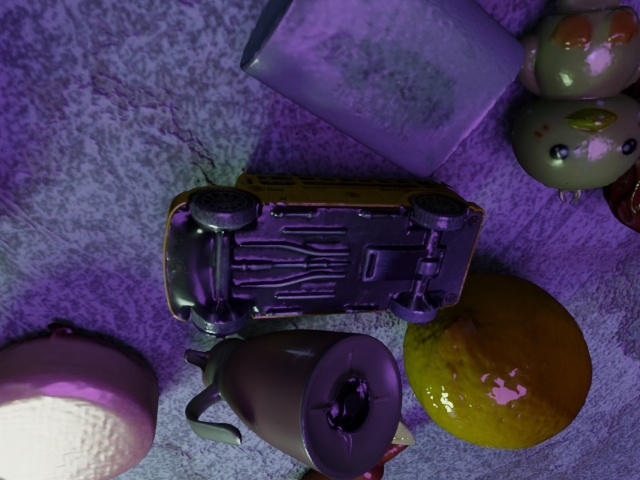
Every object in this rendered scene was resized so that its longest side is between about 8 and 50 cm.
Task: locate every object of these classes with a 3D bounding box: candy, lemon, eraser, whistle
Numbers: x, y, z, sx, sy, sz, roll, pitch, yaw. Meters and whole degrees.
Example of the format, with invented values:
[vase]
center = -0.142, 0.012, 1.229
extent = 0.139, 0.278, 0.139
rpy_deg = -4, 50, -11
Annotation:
[candy]
center = -0.345, 0.231, 0.656
extent = 0.255, 0.094, 0.255
rpy_deg = -6, 126, -8
[lemon]
center = 0.235, 0.159, 0.657
extent = 0.263, 0.236, 0.236
rpy_deg = 19, 118, -16
[eraser]
center = 0.062, -0.178, 0.472
extent = 0.227, 0.081, 0.174
rpy_deg = 25, 116, -28
[whistle]
center = 0.268, -0.170, 0.493
extent = 0.141, 0.141, 0.294
rpy_deg = -14, 125, -3

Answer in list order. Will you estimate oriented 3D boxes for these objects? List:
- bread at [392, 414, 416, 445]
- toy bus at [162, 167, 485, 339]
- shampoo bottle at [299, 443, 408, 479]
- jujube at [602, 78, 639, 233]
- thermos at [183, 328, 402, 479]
[bread]
center = 0.064, 0.302, 0.795
extent = 0.152, 0.105, 0.077
rpy_deg = -27, 119, 6
[toy bus]
center = 0.000, 0.000, 0.540
extent = 0.330, 0.152, 0.144
rpy_deg = 0, 119, -16
[shampoo bottle]
center = 0.060, 0.427, 0.896
extent = 0.244, 0.085, 0.085
rpy_deg = -38, 124, 12
[jujube]
center = 0.421, -0.115, 0.564
extent = 0.155, 0.155, 0.230
rpy_deg = -10, 116, -6
[thermos]
center = -0.056, 0.181, 0.589
extent = 0.176, 0.265, 0.145
rpy_deg = -31, 107, -39
